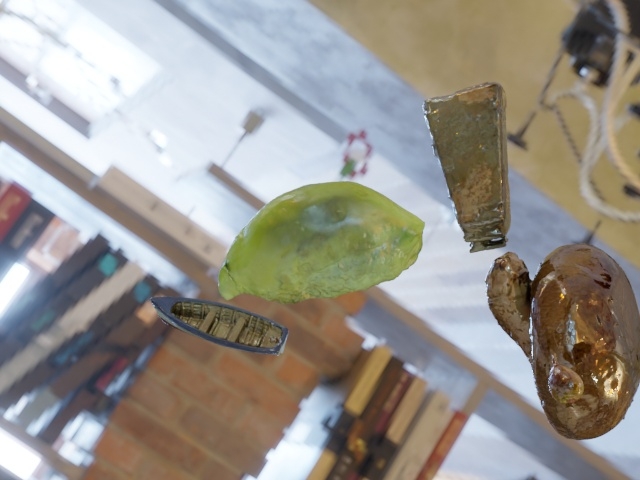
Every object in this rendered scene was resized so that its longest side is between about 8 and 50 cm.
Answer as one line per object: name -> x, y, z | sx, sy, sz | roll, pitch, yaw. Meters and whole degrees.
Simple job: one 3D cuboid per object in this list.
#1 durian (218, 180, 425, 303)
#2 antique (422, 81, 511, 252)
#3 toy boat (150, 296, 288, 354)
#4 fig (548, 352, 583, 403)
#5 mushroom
durian -> 0.000, 0.000, 1.639 | 0.250, 0.139, 0.101 | -4, -14, -4
antique -> 0.276, -0.123, 2.434 | 0.150, 0.284, 0.125 | -12, -19, 12
toy boat -> -0.163, 0.136, 2.182 | 0.229, 0.080, 0.046 | 14, -41, 12
fig -> 0.347, 0.196, 1.977 | 0.050, 0.050, 0.083 | 52, 17, -51
mushroom -> 0.433, 0.166, 2.290 | 0.239, 0.345, 0.345 | -6, -40, 46
